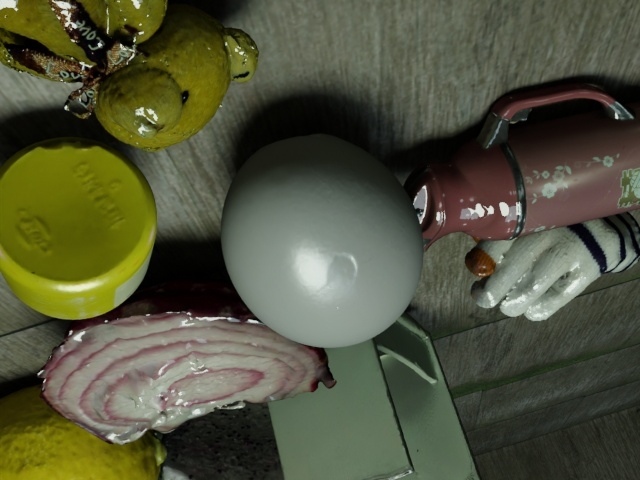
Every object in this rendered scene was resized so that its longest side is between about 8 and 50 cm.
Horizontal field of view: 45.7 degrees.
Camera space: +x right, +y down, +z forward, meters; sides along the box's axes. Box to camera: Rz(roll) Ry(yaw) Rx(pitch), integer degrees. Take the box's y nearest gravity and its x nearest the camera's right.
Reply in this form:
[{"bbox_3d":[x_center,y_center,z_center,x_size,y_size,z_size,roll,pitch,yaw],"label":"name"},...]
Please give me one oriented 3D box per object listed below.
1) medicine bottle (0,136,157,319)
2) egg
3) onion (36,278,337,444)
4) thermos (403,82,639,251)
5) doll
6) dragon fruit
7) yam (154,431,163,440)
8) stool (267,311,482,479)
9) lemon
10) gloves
[{"bbox_3d":[-0.203,0.006,0.630,0.122,0.122,0.212,-8,167,-18],"label":"medicine bottle"},{"bbox_3d":[0.000,0.000,0.675,0.176,0.176,0.232,-22,145,10],"label":"egg"},{"bbox_3d":[-0.148,0.104,0.842,0.314,0.146,0.280,-8,146,-1],"label":"onion"},{"bbox_3d":[0.239,-0.074,0.745,0.330,0.109,0.136,-13,154,-7],"label":"thermos"},{"bbox_3d":[-0.138,-0.117,0.460,0.137,0.097,0.209,-26,148,30],"label":"doll"},{"bbox_3d":[-0.131,0.361,1.130,0.221,0.283,0.204,4,116,-7],"label":"dragon fruit"},{"bbox_3d":[-0.215,0.420,1.362,0.271,0.201,0.202,-31,152,12],"label":"yam"},{"bbox_3d":[0.064,0.225,1.015,0.170,0.270,0.243,-30,144,19],"label":"stool"},{"bbox_3d":[-0.358,0.311,0.987,0.320,0.245,0.245,-15,154,-5],"label":"lemon"},{"bbox_3d":[0.271,0.007,0.900,0.218,0.140,0.131,-4,148,-34],"label":"gloves"}]
